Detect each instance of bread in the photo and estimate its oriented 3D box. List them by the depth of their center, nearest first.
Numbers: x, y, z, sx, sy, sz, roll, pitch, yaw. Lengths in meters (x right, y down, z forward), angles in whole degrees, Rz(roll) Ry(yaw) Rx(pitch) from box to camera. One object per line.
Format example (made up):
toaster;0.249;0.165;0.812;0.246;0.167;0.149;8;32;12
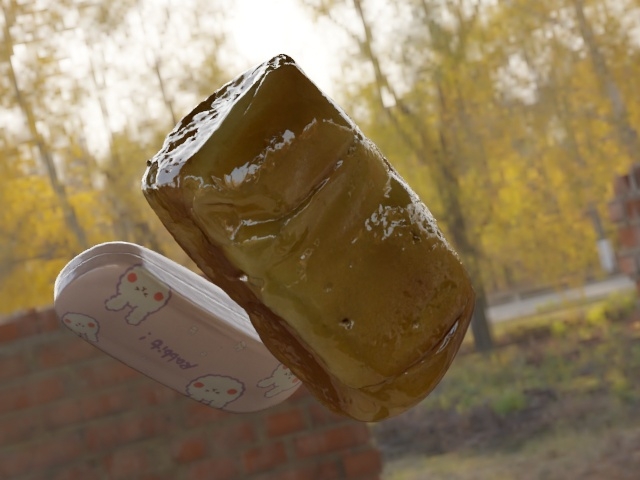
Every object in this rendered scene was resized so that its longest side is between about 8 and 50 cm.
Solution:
bread;0.000;0.000;1.183;0.167;0.294;0.132;-47;29;-19

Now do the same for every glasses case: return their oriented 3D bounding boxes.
glasses case;-0.138;0.094;1.493;0.113;0.075;0.297;-37;-50;26
